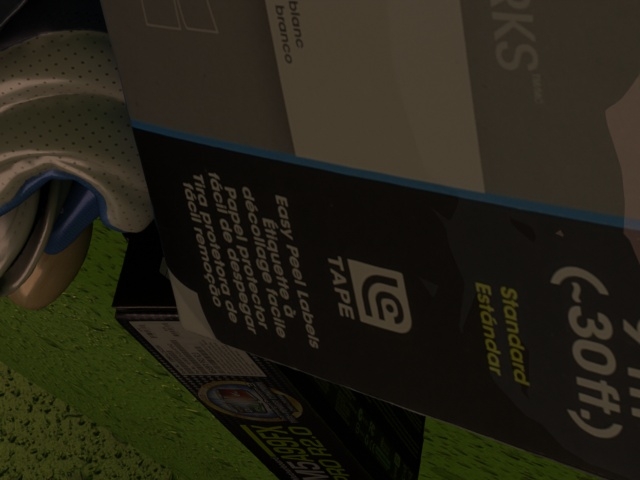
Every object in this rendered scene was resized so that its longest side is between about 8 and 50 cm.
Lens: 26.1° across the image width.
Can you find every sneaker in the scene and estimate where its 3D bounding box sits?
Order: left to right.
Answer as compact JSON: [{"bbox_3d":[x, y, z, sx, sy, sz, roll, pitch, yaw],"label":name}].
[{"bbox_3d":[-0.187,-0.091,0.591,0.323,0.236,0.130,1,-176,31],"label":"sneaker"}]

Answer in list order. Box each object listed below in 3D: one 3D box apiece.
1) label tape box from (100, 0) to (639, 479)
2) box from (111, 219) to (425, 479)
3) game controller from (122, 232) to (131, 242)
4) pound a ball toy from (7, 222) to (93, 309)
[{"bbox_3d":[0.080,-0.065,0.388,0.348,0.115,0.249,16,125,44],"label":"label tape box"},{"bbox_3d":[0.000,0.000,0.708,0.060,0.216,0.270,-1,152,21],"label":"box"},{"bbox_3d":[-0.165,-0.102,0.803,0.319,0.067,0.166,58,165,-21],"label":"game controller"},{"bbox_3d":[-0.273,-0.076,0.760,0.208,0.135,0.319,46,-160,26],"label":"pound a ball toy"}]
